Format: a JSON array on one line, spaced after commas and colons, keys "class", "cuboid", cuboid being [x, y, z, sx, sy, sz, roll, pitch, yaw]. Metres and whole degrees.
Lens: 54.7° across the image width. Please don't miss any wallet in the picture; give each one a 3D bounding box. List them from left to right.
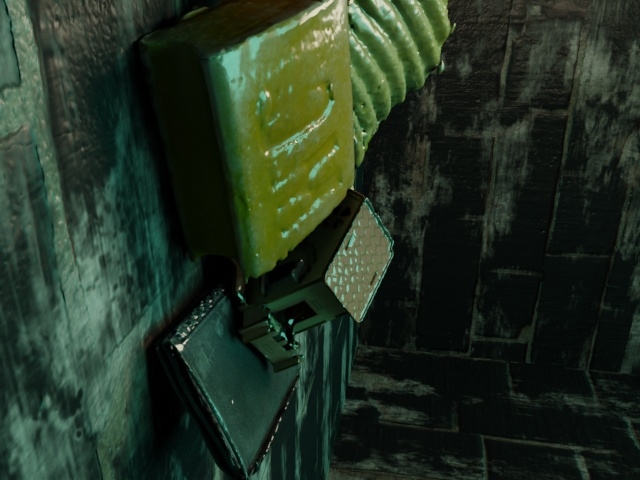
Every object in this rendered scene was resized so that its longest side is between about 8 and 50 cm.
[{"class": "wallet", "cuboid": [-0.130, 0.187, 0.959, 0.237, 0.075, 0.342, 61, 17, -10]}]

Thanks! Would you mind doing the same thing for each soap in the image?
[{"class": "soap", "cuboid": [-0.078, -0.160, 0.859, 0.293, 0.156, 0.335, -41, 140, -38]}]

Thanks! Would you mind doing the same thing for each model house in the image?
[{"class": "model house", "cuboid": [-0.010, 0.018, 1.016, 0.169, 0.244, 0.326, 56, 19, -37]}]

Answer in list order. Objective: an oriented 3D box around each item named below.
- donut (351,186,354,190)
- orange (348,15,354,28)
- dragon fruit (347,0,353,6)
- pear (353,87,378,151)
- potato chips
[{"class": "donut", "cuboid": [-0.033, -0.170, 1.297, 0.112, 0.151, 0.295, -53, -130, 46]}, {"class": "orange", "cuboid": [0.057, -0.561, 1.249, 0.312, 0.312, 0.312, 5, 90, -81]}, {"class": "dragon fruit", "cuboid": [-0.011, -0.516, 0.924, 0.277, 0.277, 0.342, -68, 141, -61]}, {"class": "pear", "cuboid": [0.050, -0.287, 1.541, 0.286, 0.176, 0.282, -95, -165, -45]}, {"class": "potato chips", "cuboid": [0.124, -0.347, 1.201, 0.373, 0.097, 0.389, -46, 151, -22]}]
